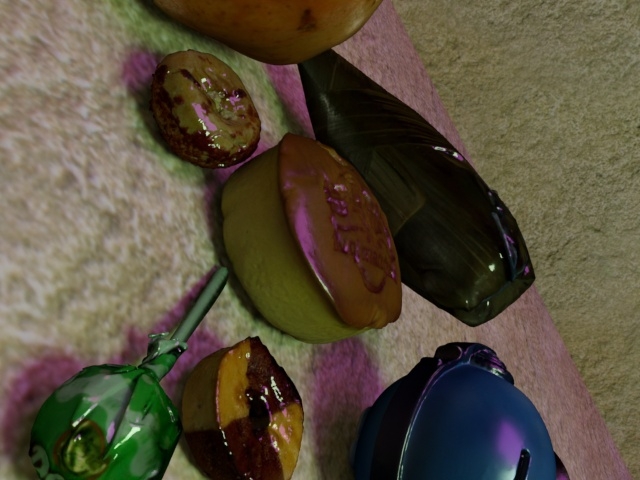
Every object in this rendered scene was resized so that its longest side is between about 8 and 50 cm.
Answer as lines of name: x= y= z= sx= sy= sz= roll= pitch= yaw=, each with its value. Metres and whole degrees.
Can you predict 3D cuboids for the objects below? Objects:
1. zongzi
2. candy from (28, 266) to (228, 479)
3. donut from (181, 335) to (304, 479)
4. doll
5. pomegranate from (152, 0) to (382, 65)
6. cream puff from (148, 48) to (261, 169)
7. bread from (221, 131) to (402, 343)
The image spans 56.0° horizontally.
zongzi: x=0.105 y=-0.110 z=0.868 sx=0.432 sy=0.207 sz=0.403 roll=54 pitch=3 yaw=-27
candy: x=-0.131 y=0.092 z=0.516 sx=0.097 sy=0.097 sz=0.323 roll=58 pitch=17 yaw=-14
donut: x=-0.069 y=0.162 z=0.557 sx=0.140 sy=0.059 sz=0.141 roll=46 pitch=34 yaw=-44
doll: x=0.171 y=0.277 z=0.713 sx=0.310 sy=0.240 sz=0.284 roll=40 pitch=63 yaw=-31
pomegranate: x=-0.085 y=-0.427 z=0.759 sx=0.410 sy=0.410 sz=0.410 roll=43 pitch=33 yaw=-37
cream puff: x=-0.137 y=-0.145 z=0.687 sx=0.149 sy=0.084 sz=0.149 roll=40 pitch=34 yaw=-34
bread: x=0.000 y=0.000 z=0.740 sx=0.270 sy=0.148 sz=0.270 roll=44 pitch=32 yaw=-37
